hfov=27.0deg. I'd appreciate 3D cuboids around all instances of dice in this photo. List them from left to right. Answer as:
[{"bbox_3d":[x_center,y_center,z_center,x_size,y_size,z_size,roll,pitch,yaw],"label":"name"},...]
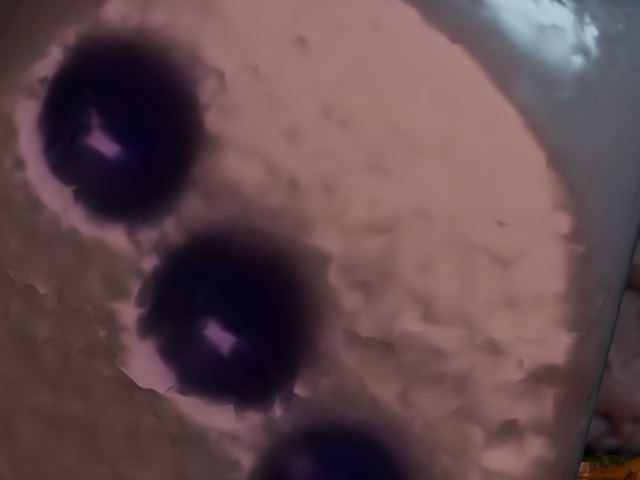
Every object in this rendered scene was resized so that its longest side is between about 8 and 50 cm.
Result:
[{"bbox_3d":[0.000,0.000,0.555,0.251,0.243,0.259,14,105,12],"label":"dice"}]

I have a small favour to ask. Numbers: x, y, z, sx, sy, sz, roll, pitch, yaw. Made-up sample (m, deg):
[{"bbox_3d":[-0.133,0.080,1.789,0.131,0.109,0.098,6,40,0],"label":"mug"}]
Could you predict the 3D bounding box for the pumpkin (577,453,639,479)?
[{"bbox_3d":[0.141,0.126,0.638,0.083,0.028,0.050,-7,92,8],"label":"pumpkin"}]
